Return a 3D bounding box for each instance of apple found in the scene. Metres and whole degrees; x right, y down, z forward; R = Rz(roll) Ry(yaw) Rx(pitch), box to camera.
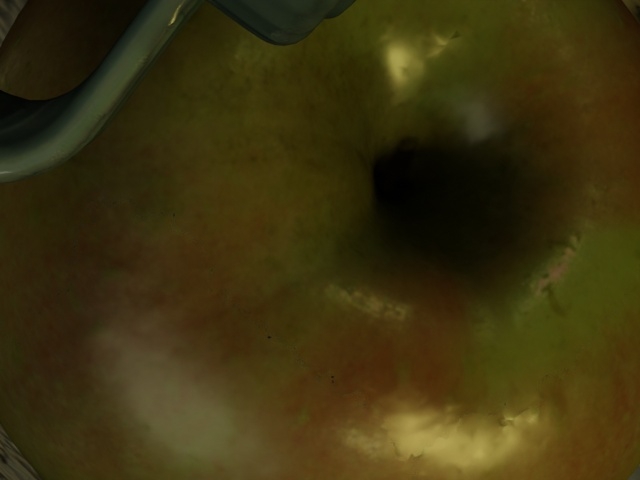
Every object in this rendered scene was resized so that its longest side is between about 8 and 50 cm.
[{"bbox_3d":[0.000,0.000,0.803,0.319,0.319,0.277,44,157,-11],"label":"apple"}]

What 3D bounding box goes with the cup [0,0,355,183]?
[{"bbox_3d":[-0.072,-0.214,0.540,0.311,0.331,0.257,38,163,-5],"label":"cup"}]
